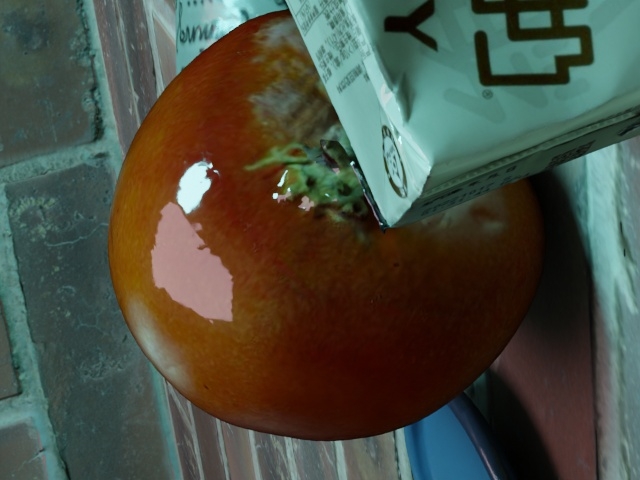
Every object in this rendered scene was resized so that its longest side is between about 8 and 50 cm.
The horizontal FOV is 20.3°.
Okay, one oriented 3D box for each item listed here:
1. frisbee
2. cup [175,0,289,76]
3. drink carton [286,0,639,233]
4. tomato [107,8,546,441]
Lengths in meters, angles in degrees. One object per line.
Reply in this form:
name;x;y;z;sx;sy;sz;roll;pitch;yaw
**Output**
frisbee;0.147;0.239;1.554;0.289;0.049;0.289;161;90;-77
cup;-0.011;-0.198;1.525;0.258;0.186;0.234;4;102;45
drink carton;0.069;-0.196;1.027;0.132;0.194;0.324;124;124;-75
tomato;0.000;0.000;1.321;0.321;0.321;0.321;165;90;-76
